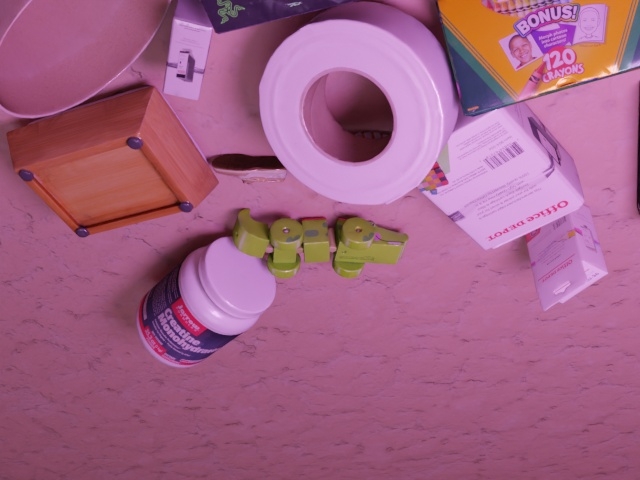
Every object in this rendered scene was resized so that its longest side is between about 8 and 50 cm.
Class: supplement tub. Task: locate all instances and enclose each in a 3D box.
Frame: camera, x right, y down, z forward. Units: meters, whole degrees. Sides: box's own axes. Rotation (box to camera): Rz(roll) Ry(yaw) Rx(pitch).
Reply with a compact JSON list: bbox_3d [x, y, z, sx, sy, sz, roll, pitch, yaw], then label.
[{"bbox_3d":[-0.238,0.129,1.484,0.191,0.191,0.272,29,134,-28],"label":"supplement tub"}]

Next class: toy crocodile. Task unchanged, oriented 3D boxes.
[{"bbox_3d":[0.000,0.000,1.401,0.340,0.105,0.115,1,140,-5],"label":"toy crocodile"}]

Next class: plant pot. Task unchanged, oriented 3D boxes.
[{"bbox_3d":[-0.359,-0.324,0.925,0.191,0.284,0.284,46,133,5],"label":"plant pot"}]

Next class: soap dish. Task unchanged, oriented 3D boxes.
[{"bbox_3d":[-0.356,-0.124,1.245,0.290,0.118,0.229,-13,138,16],"label":"soap dish"}]

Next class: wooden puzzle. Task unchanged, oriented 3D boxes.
[{"bbox_3d":[0.173,-0.101,1.156,0.049,0.006,0.083,-17,134,25],"label":"wooden puzzle"}]

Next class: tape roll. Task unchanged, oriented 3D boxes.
[{"bbox_3d":[0.056,-0.196,1.066,0.286,0.100,0.286,12,124,18],"label":"tape roll"}]

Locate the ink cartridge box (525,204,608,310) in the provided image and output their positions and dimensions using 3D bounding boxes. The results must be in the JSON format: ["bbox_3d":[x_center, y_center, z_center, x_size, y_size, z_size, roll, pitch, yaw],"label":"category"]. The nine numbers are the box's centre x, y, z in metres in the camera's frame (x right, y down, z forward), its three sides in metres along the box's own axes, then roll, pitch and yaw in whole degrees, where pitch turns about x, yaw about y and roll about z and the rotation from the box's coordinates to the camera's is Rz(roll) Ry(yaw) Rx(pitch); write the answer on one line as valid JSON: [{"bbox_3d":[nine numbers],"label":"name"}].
[{"bbox_3d":[0.451,0.033,1.328,0.067,0.198,0.115,22,137,-21],"label":"ink cartridge box"}]

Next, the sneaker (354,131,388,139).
[{"bbox_3d":[0.053,-0.133,1.253,0.214,0.084,0.083,3,154,4],"label":"sneaker"}]

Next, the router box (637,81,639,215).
[{"bbox_3d":[0.659,-0.148,1.192,0.242,0.081,0.309,-10,139,14],"label":"router box"}]

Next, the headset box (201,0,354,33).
[{"bbox_3d":[-0.056,-0.411,0.877,0.246,0.131,0.283,-8,140,13],"label":"headset box"}]

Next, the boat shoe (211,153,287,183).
[{"bbox_3d":[-0.125,-0.122,1.288,0.135,0.050,0.045,4,135,-2],"label":"boat shoe"}]

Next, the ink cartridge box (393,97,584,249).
[{"bbox_3d":[0.281,-0.128,1.210,0.198,0.115,0.273,-29,130,32],"label":"ink cartridge box"}]

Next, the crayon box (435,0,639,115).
[{"bbox_3d":[0.314,-0.285,0.979,0.278,0.081,0.166,-14,93,19],"label":"crayon box"}]

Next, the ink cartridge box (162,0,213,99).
[{"bbox_3d":[-0.189,-0.289,1.054,0.056,0.099,0.135,11,140,-12],"label":"ink cartridge box"}]
